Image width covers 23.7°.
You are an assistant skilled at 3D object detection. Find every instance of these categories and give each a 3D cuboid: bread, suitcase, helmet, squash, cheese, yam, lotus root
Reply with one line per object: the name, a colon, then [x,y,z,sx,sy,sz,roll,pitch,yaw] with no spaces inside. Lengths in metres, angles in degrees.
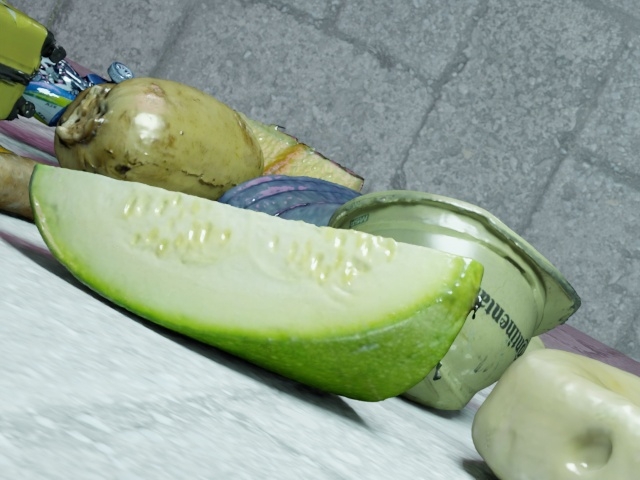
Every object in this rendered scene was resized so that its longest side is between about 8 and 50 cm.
bread: [-0.079,-0.085,2.340,0.266,0.178,0.142,31,-26,15]
suitcase: [-0.405,-0.208,1.563,0.194,0.143,0.235,30,4,22]
helmet: [0.107,0.080,1.356,0.257,0.137,0.204,34,-38,-31]
squash: [-0.057,0.025,1.103,0.288,0.111,0.203,29,-28,-26]
cheese: [0.231,0.172,1.157,0.235,0.117,0.218,22,8,-20]
yam: [-0.219,-0.033,1.281,0.057,0.057,0.241,30,4,31]
lotus root: [-0.161,-0.093,1.629,0.160,0.146,0.284,19,-2,40]

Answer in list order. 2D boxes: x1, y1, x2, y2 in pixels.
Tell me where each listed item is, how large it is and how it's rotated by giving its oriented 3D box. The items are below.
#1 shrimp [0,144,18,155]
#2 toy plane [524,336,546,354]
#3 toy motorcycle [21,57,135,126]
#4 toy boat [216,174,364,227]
shrimp: [-0.275,-0.063,1.433,0.127,0.025,0.091,33,6,16]
toy plane: [0.180,0.087,1.967,0.256,0.104,0.242,21,20,-2]
toy motorcycle: [-0.242,-0.130,1.759,0.254,0.092,0.135,32,28,-29]
toy boat: [0.000,0.000,1.676,0.283,0.127,0.078,19,14,-46]
